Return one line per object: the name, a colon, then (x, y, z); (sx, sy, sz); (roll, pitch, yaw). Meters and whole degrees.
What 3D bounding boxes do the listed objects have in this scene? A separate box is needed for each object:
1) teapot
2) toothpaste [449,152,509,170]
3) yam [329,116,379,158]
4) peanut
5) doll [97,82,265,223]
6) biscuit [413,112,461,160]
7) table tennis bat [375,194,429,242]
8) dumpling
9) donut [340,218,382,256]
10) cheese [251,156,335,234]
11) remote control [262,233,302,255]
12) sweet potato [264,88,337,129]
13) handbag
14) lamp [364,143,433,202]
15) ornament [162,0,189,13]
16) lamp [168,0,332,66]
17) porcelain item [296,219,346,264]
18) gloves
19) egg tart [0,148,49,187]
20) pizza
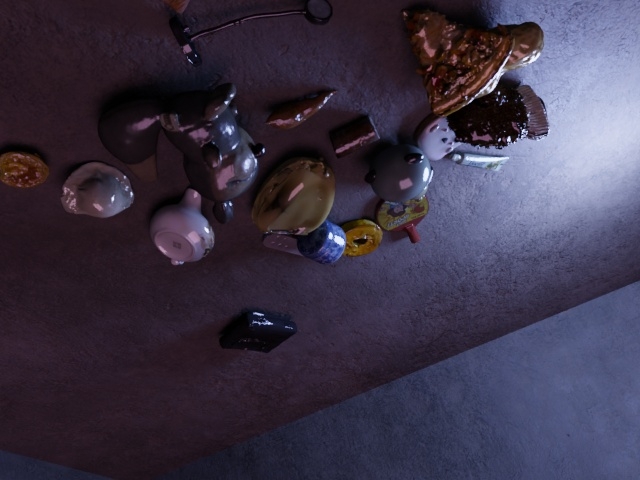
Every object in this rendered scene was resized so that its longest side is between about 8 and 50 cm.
teapot: (-0.427, -0.022, 1.752); (0.204, 0.139, 0.298); (21, 137, -6)
toothpaste: (0.539, -0.273, 1.930); (0.255, 0.037, 0.067); (2, 139, -32)
yam: (0.098, -0.302, 1.660); (0.141, 0.079, 0.079); (-24, 144, 8)
peanut: (0.450, -0.481, 1.525); (0.305, 0.147, 0.147); (-35, 141, 21)
doll: (-0.338, -0.242, 1.484); (0.378, 0.252, 0.382); (10, 143, 15)
biscuit: (0.393, -0.336, 1.771); (0.208, 0.049, 0.181); (-32, 143, 19)
table tennis bat: (0.309, -0.088, 2.070); (0.200, 0.038, 0.310); (-24, 140, 9)
dumpling: (-0.606, -0.141, 1.552); (0.111, 0.181, 0.155); (10, 114, 19)
donut: (0.135, -0.014, 2.064); (0.178, 0.065, 0.162); (3, 134, -25)
cheese: (-0.072, -0.142, 1.762); (0.259, 0.128, 0.316); (-7, 149, -27)
remote control: (-0.100, 0.013, 2.029); (0.245, 0.022, 0.077); (16, 133, -37)
sweet potato: (-0.053, -0.354, 1.544); (0.226, 0.068, 0.068); (-27, 145, -11)
handbag: (-0.265, 0.394, 2.400); (0.275, 0.088, 0.244); (14, 135, -41)
lamp: (0.261, -0.204, 1.786); (0.197, 0.198, 0.244); (-34, 158, 20)
ornament: (-0.252, -0.580, 1.046); (0.217, 0.221, 0.235); (-29, 116, 9)
lamp: (-0.160, -0.495, 1.315); (0.371, 0.130, 0.108); (-22, 168, -17)
porcelain item: (0.000, 0.000, 1.951); (0.147, 0.147, 0.114); (-38, 138, 24)
gloves: (0.525, -0.374, 1.672); (0.312, 0.135, 0.210); (-15, 105, -15)
egg tart: (-0.764, -0.189, 1.451); (0.130, 0.052, 0.130); (-11, 143, -8)
pizza: (0.353, -0.482, 1.423); (0.251, 0.074, 0.288); (-23, 114, 13)
